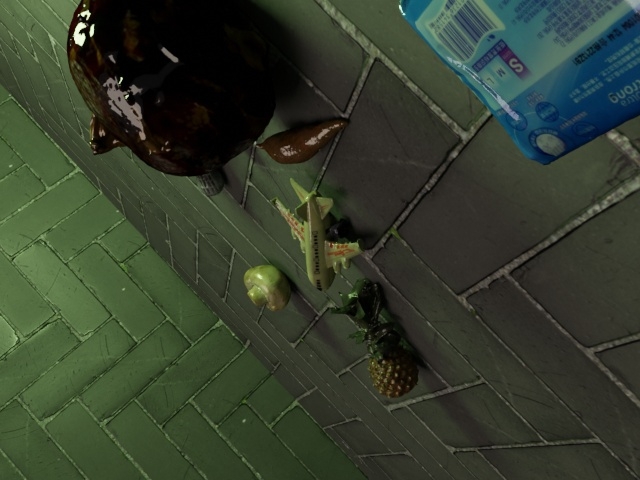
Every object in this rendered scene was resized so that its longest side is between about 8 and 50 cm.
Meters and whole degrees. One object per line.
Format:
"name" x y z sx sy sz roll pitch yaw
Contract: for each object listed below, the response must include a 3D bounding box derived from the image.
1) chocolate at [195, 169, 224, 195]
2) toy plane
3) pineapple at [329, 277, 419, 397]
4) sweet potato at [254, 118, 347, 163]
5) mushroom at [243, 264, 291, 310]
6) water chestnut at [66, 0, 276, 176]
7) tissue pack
"chocolate" -0.283 -0.175 1.506 0.072 0.072 0.167 33 156 32
"toy plane" 0.000 0.000 1.222 0.241 0.104 0.256 28 151 36
"pineapple" 0.125 0.218 1.344 0.278 0.119 0.130 60 174 -24
"sweet potato" -0.023 -0.166 1.050 0.226 0.068 0.068 -5 125 47
"mushroom" -0.146 0.130 1.703 0.148 0.112 0.148 46 167 14
"water chestnut" -0.255 -0.249 0.993 0.346 0.335 0.335 -35 98 32
"tissue pack" 0.207 -0.199 0.439 0.198 0.146 0.263 47 157 -2
